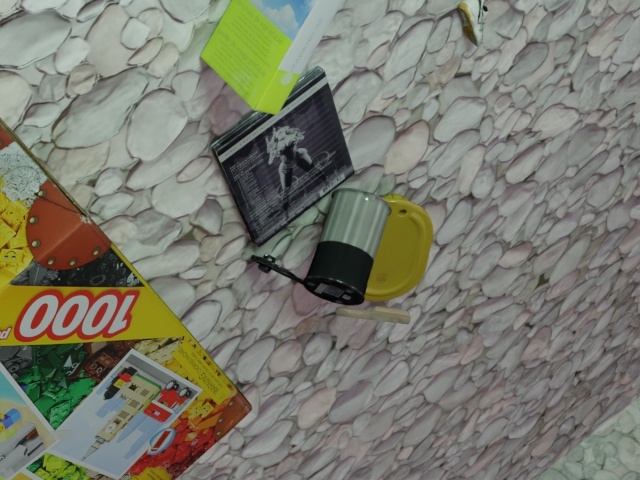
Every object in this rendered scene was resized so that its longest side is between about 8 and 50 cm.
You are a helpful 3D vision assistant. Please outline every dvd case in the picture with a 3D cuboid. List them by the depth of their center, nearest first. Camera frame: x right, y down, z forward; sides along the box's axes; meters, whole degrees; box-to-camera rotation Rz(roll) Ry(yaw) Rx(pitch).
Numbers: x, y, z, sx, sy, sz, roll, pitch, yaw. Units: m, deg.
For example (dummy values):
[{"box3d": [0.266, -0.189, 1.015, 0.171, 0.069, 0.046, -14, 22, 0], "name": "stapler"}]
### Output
[{"box3d": [-0.042, -0.099, 1.637, 0.164, 0.018, 0.221, -38, 149, -11], "name": "dvd case"}]

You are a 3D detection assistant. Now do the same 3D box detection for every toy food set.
[{"box3d": [0.084, 0.013, 1.886, 0.128, 0.071, 0.217, 2, 127, -12], "name": "toy food set"}]

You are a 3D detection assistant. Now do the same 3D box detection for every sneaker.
[{"box3d": [0.203, -0.283, 1.705, 0.037, 0.032, 0.083, -40, 150, -10], "name": "sneaker"}]

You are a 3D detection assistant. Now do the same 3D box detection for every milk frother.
[{"box3d": [0.000, 0.000, 1.737, 0.143, 0.129, 0.134, 28, 66, -23], "name": "milk frother"}]

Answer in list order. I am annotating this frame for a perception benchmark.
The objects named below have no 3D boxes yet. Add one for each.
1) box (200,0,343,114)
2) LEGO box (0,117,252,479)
[{"box3d": [-0.045, -0.235, 1.382, 0.042, 0.109, 0.178, 7, 121, -49], "name": "box"}, {"box3d": [-0.335, 0.156, 1.408, 0.372, 0.193, 0.500, -42, 149, -7], "name": "LEGO box"}]
